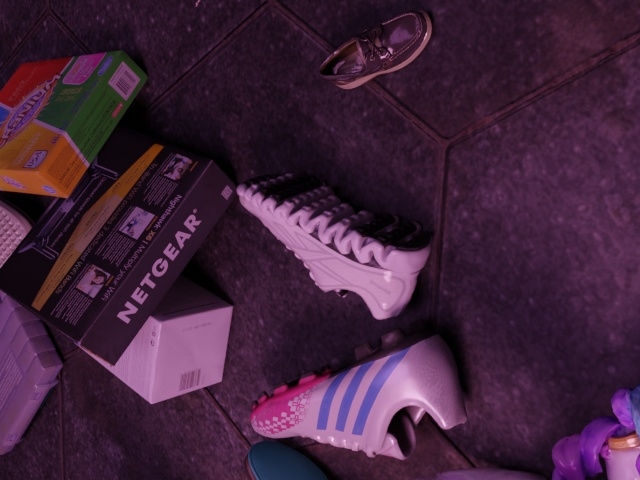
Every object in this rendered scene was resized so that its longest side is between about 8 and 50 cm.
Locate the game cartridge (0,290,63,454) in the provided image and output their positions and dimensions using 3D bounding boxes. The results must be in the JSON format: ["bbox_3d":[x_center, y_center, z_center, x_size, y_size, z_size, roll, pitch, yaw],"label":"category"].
[{"bbox_3d":[-0.655,0.274,1.642,0.230,0.068,0.355,53,127,18],"label":"game cartridge"}]

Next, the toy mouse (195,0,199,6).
[{"bbox_3d":[-0.146,-0.393,1.079,0.161,0.031,0.143,29,116,36],"label":"toy mouse"}]

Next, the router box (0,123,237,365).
[{"bbox_3d":[-0.300,-0.006,1.136,0.243,0.081,0.309,23,72,38],"label":"router box"}]

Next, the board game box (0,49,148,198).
[{"bbox_3d":[-0.453,-0.190,1.277,0.316,0.064,0.242,6,60,41],"label":"board game box"}]

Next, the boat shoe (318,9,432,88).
[{"bbox_3d":[0.061,-0.218,0.908,0.152,0.049,0.056,-27,79,41],"label":"boat shoe"}]

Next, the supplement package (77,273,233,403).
[{"bbox_3d":[-0.271,0.124,1.210,0.244,0.139,0.134,26,113,38],"label":"supplement package"}]

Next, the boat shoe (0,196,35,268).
[{"bbox_3d":[-0.703,-0.004,1.571,0.500,0.156,0.187,3,85,36],"label":"boat shoe"}]

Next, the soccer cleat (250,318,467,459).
[{"bbox_3d":[0.035,0.216,0.963,0.331,0.116,0.143,-33,75,40],"label":"soccer cleat"}]

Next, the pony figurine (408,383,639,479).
[{"bbox_3d":[0.234,0.317,0.732,0.351,0.303,0.363,-13,85,11],"label":"pony figurine"}]

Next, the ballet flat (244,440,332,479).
[{"bbox_3d":[0.002,0.371,1.040,0.280,0.095,0.096,22,124,38],"label":"ballet flat"}]

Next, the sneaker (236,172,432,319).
[{"bbox_3d":[0.000,0.000,0.972,0.292,0.110,0.118,29,125,36],"label":"sneaker"}]
